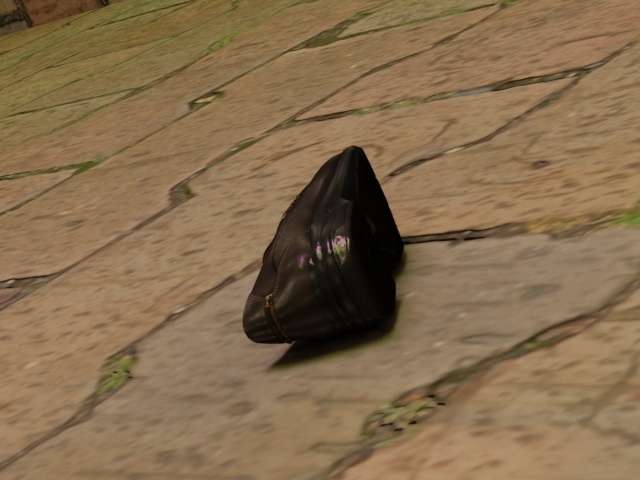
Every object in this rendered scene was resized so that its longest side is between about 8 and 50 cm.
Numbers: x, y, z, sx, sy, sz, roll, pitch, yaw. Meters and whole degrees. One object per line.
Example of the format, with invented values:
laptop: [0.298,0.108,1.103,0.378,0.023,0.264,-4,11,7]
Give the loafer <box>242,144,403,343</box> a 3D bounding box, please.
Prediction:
loafer: [0.000,0.000,0.800,0.061,0.062,0.170,-22,12,13]
